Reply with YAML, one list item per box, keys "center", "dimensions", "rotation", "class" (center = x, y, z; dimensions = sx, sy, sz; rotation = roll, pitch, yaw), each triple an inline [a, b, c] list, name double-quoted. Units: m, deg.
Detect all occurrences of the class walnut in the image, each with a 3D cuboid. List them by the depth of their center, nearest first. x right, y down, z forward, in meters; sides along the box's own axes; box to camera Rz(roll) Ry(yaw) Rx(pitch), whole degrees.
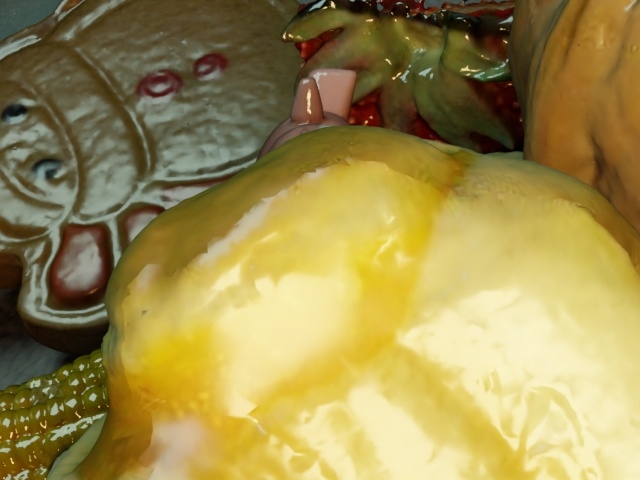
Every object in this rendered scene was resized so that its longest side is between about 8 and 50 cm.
- center: [0.238, -0.097, 1.103]
  dimensions: [0.285, 0.285, 0.296]
  rotation: [-30, 41, -5]
  class: "walnut"

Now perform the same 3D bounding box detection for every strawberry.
- center: [0.115, -0.120, 1.421]
  dimensions: [0.233, 0.138, 0.306]
  rotation: [3, 8, 21]
  class: "strawberry"

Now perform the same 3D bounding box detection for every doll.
- center: [0.000, 0.000, 1.215]
  dimensions: [0.093, 0.211, 0.262]
  rotation: [-1, -12, 8]
  class: "doll"

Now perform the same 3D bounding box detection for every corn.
- center: [-0.246, 0.174, 1.220]
  dimensions: [0.363, 0.120, 0.120]
  rotation: [-24, 28, 2]
  class: "corn"

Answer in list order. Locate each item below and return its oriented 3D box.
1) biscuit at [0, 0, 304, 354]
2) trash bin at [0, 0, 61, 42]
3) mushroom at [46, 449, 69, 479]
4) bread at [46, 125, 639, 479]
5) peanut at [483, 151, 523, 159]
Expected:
- center: [-0.163, -0.070, 1.489]
  dimensions: [0.381, 0.074, 0.359]
  rotation: [-24, 48, -9]
  class: "biscuit"
- center: [-0.223, -0.137, 1.663]
  dimensions: [0.176, 0.101, 0.236]
  rotation: [-6, 52, 15]
  class: "trash bin"
- center: [-0.084, 0.182, 1.094]
  dimensions: [0.108, 0.096, 0.247]
  rotation: [-15, 21, -36]
  class: "mushroom"
- center: [0.039, 0.116, 0.856]
  dimensions: [0.300, 0.341, 0.210]
  rotation: [-46, 7, -12]
  class: "bread"
- center: [0.102, 0.001, 1.246]
  dimensions: [0.082, 0.082, 0.187]
  rotation: [-4, 35, 36]
  class: "peanut"
